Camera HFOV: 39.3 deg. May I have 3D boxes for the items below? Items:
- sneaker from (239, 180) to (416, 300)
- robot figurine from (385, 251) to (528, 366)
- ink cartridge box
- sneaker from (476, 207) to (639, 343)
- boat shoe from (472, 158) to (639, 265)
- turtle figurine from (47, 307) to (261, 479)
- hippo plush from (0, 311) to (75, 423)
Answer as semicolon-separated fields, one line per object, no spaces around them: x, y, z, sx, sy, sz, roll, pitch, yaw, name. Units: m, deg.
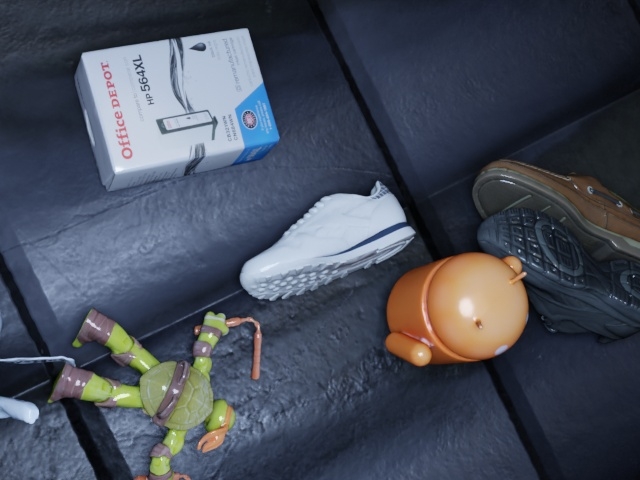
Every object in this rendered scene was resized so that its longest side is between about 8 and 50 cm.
0.000;0.000;1.104;0.235;0.090;0.095;-19;74;-25;sneaker
0.159;0.084;1.062;0.158;0.219;0.128;1;79;-20;robot figurine
-0.171;-0.155;1.060;0.203;0.086;0.148;-15;86;-22;ink cartridge box
0.313;0.062;1.168;0.286;0.130;0.109;28;45;-15;sneaker
0.335;-0.036;1.219;0.307;0.110;0.104;29;51;-19;boat shoe
-0.182;0.179;0.993;0.217;0.087;0.269;26;73;-14;turtle figurine
-0.402;0.184;0.882;0.294;0.234;0.237;14;106;-2;hippo plush
